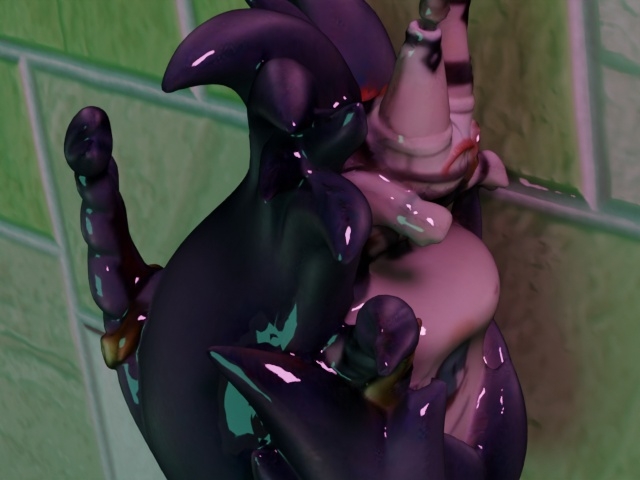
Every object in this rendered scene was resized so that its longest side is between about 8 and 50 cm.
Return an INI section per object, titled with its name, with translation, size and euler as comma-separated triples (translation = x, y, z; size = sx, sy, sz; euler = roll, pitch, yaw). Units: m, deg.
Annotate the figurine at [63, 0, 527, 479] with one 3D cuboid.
[figurine]
translation = 0.003, 0.008, 0.770
size = 0.197, 0.175, 0.265
euler = 3, 107, 41
